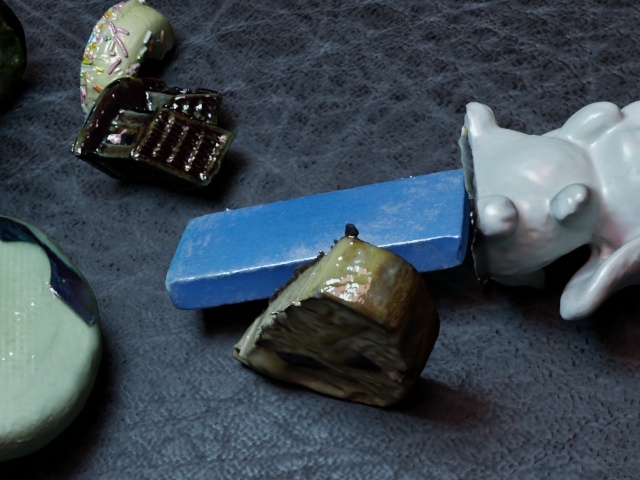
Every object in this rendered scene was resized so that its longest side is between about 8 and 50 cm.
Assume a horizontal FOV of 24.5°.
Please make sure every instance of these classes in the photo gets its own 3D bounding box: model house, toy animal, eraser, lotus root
[{"bbox_3d":[-0.170,-0.125,1.668,0.152,0.106,0.165,11,62,24],"label":"model house"},{"bbox_3d":[0.265,-0.029,1.441,0.289,0.174,0.249,7,44,22],"label":"toy animal"},{"bbox_3d":[0.000,0.000,1.526,0.312,0.042,0.144,-10,29,13],"label":"eraser"},{"bbox_3d":[0.024,0.089,1.414,0.170,0.260,0.074,28,59,-4],"label":"lotus root"}]

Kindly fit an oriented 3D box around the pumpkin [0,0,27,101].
[{"bbox_3d":[-0.537,-0.230,1.766,0.325,0.242,0.232,12,49,28],"label":"pumpkin"}]

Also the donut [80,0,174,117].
[{"bbox_3d":[-0.229,-0.223,1.760,0.065,0.108,0.166,20,57,14],"label":"donut"}]

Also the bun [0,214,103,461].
[{"bbox_3d":[-0.365,0.108,1.496,0.283,0.179,0.283,14,54,-20],"label":"bun"}]
